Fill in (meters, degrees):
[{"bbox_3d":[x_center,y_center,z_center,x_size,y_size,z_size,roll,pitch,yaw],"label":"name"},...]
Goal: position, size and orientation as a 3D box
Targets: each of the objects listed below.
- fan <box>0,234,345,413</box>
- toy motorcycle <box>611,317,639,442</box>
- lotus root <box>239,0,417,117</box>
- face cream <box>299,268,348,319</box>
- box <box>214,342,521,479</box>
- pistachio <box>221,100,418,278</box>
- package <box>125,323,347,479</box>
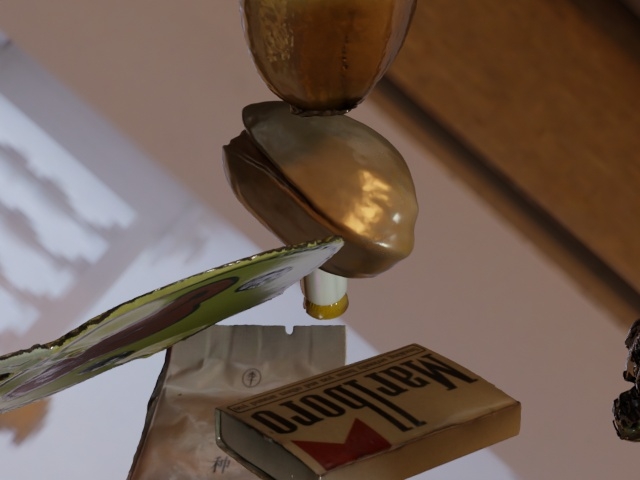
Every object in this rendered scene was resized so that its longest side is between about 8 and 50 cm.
[{"bbox_3d":[-0.115,0.053,1.048,0.230,0.011,0.335,-29,170,32],"label":"fan"},{"bbox_3d":[0.381,0.084,1.739,0.207,0.134,0.401,-13,153,-5],"label":"toy motorcycle"},{"bbox_3d":[0.010,-0.216,1.410,0.146,0.131,0.303,-52,160,-45],"label":"lotus root"},{"bbox_3d":[0.000,0.000,1.930,0.072,0.051,0.182,-94,179,-48],"label":"face cream"},{"bbox_3d":[0.032,0.120,1.296,0.177,0.115,0.035,-15,119,-37],"label":"box"},{"bbox_3d":[0.002,-0.043,1.561,0.124,0.185,0.124,-54,164,-23],"label":"pistachio"},{"bbox_3d":[-0.081,0.199,1.852,0.062,0.204,0.250,53,44,-56],"label":"package"}]
